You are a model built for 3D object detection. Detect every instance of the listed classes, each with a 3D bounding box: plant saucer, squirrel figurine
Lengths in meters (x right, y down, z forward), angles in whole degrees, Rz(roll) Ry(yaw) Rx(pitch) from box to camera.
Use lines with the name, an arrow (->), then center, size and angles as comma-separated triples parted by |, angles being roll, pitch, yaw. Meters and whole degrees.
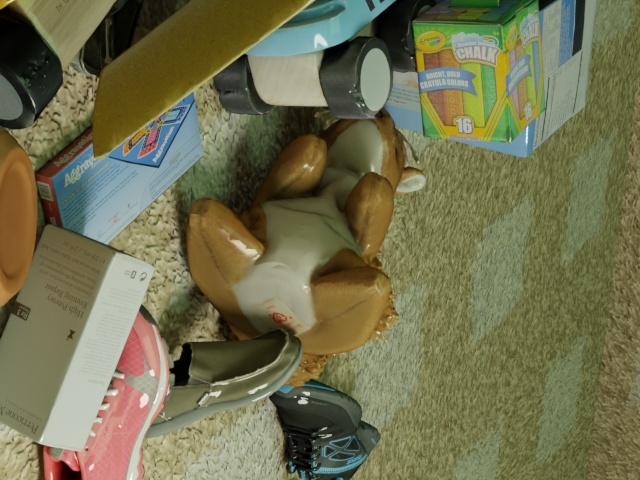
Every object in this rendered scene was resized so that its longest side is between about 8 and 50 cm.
plant saucer -> -0.099, -0.249, 1.703 | 0.081, 0.332, 0.333 | 53, 24, -7
plant saucer -> -0.338, -0.022, 1.614 | 0.200, 0.037, 0.200 | 3, 90, -85
squirrel figurine -> 0.000, 0.000, 2.183 | 0.397, 0.281, 0.370 | 97, 14, -47

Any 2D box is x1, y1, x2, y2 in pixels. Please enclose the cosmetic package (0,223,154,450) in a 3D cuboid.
cosmetic package -> -0.292, 0.110, 1.739 | 0.085, 0.117, 0.231 | 24, 87, -57

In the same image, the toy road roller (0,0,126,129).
toy road roller -> -0.334, -0.247, 1.319 | 0.241, 0.329, 0.202 | 55, 53, -35

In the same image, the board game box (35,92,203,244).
board game box -> -0.238, -0.093, 1.863 | 0.281, 0.027, 0.145 | -47, 144, -42

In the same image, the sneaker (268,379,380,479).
sneaker -> -0.001, 0.312, 2.425 | 0.140, 0.125, 0.341 | -62, 149, -14

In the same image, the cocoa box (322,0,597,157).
cocoa box -> 0.201, -0.295, 2.244 | 0.228, 0.347, 0.232 | -38, 137, -49

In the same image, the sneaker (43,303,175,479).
sneaker -> -0.270, 0.222, 1.870 | 0.136, 0.115, 0.314 | -10, 112, -59

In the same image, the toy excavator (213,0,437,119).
toy excavator -> 0.019, -0.432, 2.012 | 0.433, 0.222, 0.445 | -46, 133, -46

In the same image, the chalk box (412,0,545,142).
chalk box -> 0.209, -0.253, 2.021 | 0.132, 0.132, 0.213 | -41, 129, -51

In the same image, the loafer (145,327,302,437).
loafer -> -0.143, 0.175, 2.010 | 0.251, 0.094, 0.087 | -25, 118, -6

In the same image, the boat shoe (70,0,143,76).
boat shoe -> -0.226, -0.292, 1.735 | 0.077, 0.070, 0.219 | -2, 105, -62
